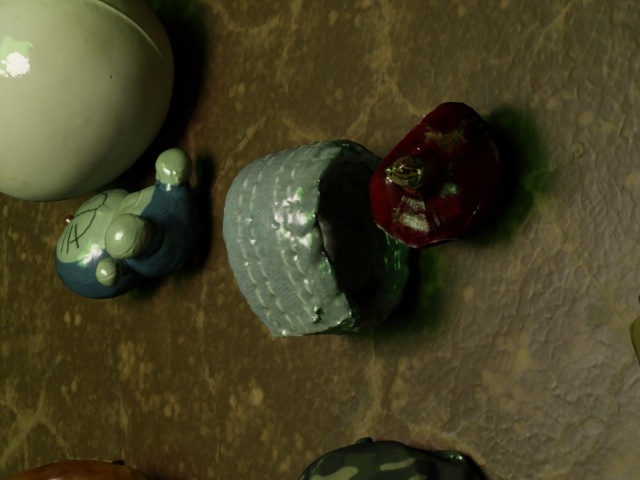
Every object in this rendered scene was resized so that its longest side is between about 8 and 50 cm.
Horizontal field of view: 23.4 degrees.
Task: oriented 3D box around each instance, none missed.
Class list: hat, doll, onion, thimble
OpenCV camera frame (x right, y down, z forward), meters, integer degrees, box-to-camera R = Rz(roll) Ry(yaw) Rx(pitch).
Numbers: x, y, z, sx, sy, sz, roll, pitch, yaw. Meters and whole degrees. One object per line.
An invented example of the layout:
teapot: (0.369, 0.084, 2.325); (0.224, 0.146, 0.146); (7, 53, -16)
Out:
hat: (0.009, 0.384, 1.729); (0.366, 0.381, 0.257); (-38, 80, 34)
doll: (-0.283, -0.011, 2.245); (0.258, 0.154, 0.228); (-9, 44, 41)
onion: (0.134, -0.063, 1.744); (0.135, 0.198, 0.173); (37, 105, 5)
thimble: (0.000, 0.000, 1.866); (0.172, 0.205, 0.236); (-7, 77, 47)

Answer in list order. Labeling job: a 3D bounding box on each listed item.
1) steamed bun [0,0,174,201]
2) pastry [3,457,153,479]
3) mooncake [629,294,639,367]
steamed bun: (-0.390, -0.226, 2.267); (0.374, 0.334, 0.334); (-42, 54, 32)
pastry: (-0.338, 0.460, 2.146); (0.355, 0.164, 0.356); (1, 92, 20)
mooncake: (0.466, 0.094, 1.294); (0.394, 0.393, 0.246); (-13, 70, 6)
